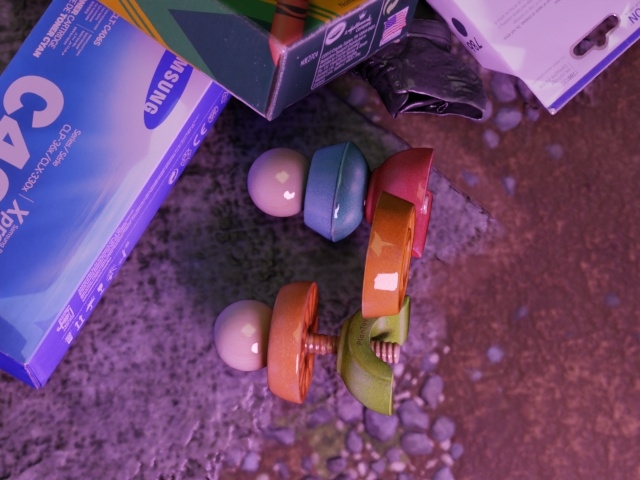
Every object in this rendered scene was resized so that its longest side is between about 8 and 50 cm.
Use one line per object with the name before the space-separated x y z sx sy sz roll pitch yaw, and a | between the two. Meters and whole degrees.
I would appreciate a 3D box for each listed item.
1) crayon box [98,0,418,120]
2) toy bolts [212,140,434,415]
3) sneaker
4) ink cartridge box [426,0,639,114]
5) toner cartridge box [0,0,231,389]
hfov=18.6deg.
crayon box | -0.096 -0.249 1.662 0.318 0.081 0.202 35 44 20
toy bolts | 0.000 0.000 1.609 0.158 0.218 0.228 8 54 7
sneaker | 0.061 -0.150 1.722 0.170 0.051 0.089 2 68 -5
ink cartridge box | 0.148 -0.280 1.736 0.165 0.065 0.332 -40 91 -13
toner cartridge box | -0.218 -0.064 1.662 0.165 0.075 0.348 28 73 11
